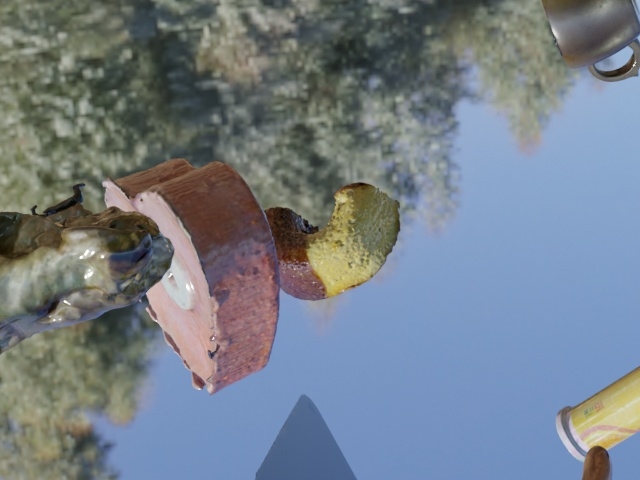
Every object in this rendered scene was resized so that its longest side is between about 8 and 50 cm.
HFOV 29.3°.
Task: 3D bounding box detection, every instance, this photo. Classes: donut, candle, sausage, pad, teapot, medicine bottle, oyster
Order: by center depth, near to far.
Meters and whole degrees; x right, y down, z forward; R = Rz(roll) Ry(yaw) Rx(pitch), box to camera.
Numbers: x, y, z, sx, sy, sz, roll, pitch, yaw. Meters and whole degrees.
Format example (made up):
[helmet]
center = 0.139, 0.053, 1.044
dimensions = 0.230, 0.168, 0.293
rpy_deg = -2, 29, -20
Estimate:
[teapot]
center = 0.191, -0.155, 0.828
dimensions = 0.068, 0.121, 0.076
rpy_deg = -20, -143, 17
[oyster]
center = -0.278, 0.032, 0.941
dimensions = 0.336, 0.133, 0.198
rpy_deg = -14, 164, 0
[candle]
center = -0.132, 0.038, 1.461
dimensions = 0.131, 0.287, 0.317
rpy_deg = -22, -169, -22
[sausage]
center = 0.329, 0.319, 1.513
dimensions = 0.043, 0.043, 0.186
rpy_deg = 5, -153, 25
[pad]
center = 0.001, 0.384, 1.545
dimensions = 0.063, 0.315, 0.375
rpy_deg = -29, -177, 13
[donut]
center = 0.002, 0.000, 1.699
dimensions = 0.217, 0.085, 0.141
rpy_deg = -19, -128, 20
[medicine bottle]
center = 0.574, 0.222, 1.985
dimensions = 0.426, 0.108, 0.108
rpy_deg = -41, 177, 34
